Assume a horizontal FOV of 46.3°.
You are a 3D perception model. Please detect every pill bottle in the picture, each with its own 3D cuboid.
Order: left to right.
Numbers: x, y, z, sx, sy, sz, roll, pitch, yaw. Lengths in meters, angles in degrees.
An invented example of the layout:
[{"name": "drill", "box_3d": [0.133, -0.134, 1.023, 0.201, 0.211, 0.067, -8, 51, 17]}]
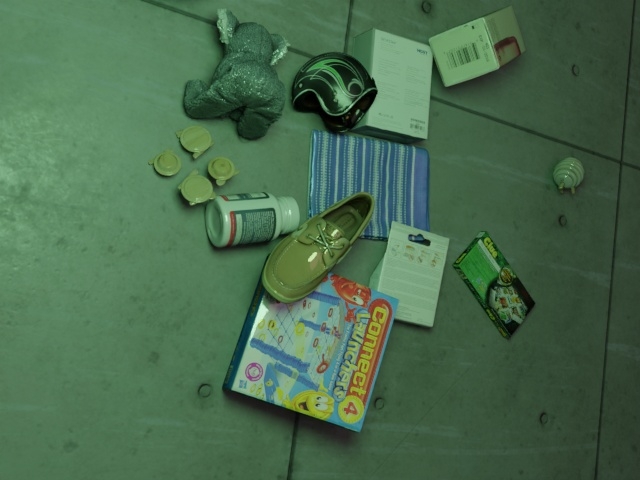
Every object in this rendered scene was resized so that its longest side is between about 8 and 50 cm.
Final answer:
[{"name": "pill bottle", "box_3d": [-0.141, -0.046, 1.576, 0.180, 0.108, 0.108, -6, 91, -30]}]

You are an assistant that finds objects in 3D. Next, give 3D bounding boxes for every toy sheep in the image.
[{"name": "toy sheep", "box_3d": [0.688, -0.181, 2.079, 0.091, 0.091, 0.132, 51, 47, -18]}]

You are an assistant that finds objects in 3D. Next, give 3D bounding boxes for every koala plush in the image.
[{"name": "koala plush", "box_3d": [-0.151, -0.360, 1.553, 0.196, 0.203, 0.221, 19, 67, -29]}]

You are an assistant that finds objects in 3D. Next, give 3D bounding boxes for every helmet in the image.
[{"name": "helmet", "box_3d": [0.024, -0.334, 1.655, 0.161, 0.169, 0.169, 43, 64, 13]}]

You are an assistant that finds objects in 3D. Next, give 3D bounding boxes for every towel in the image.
[{"name": "towel", "box_3d": [0.123, -0.122, 1.773, 0.336, 0.040, 0.243, 5, 84, -30]}]

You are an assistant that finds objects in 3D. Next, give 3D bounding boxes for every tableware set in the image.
[{"name": "tableware set", "box_3d": [-0.255, -0.155, 1.532, 0.141, 0.020, 0.169, -39, 80, -26]}]

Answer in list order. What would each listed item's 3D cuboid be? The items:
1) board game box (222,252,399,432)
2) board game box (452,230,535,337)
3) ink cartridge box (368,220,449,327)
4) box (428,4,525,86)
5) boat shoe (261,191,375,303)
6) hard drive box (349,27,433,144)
[{"name": "board game box", "box_3d": [-0.016, 0.220, 1.618, 0.302, 0.086, 0.308, 22, 77, -17]}, {"name": "board game box", "box_3d": [0.458, 0.116, 1.963, 0.136, 0.030, 0.260, -44, 109, -22]}, {"name": "ink cartridge box", "box_3d": [0.209, 0.084, 1.803, 0.181, 0.056, 0.225, 16, 80, -28]}, {"name": "box", "box_3d": [0.389, -0.478, 1.836, 0.232, 0.148, 0.127, -36, 108, -52]}, {"name": "boat shoe", "box_3d": [0.000, 0.000, 1.564, 0.121, 0.110, 0.341, 42, 47, 1]}, {"name": "hard drive box", "box_3d": [0.167, -0.362, 1.781, 0.181, 0.089, 0.232, 9, 84, -30]}]
